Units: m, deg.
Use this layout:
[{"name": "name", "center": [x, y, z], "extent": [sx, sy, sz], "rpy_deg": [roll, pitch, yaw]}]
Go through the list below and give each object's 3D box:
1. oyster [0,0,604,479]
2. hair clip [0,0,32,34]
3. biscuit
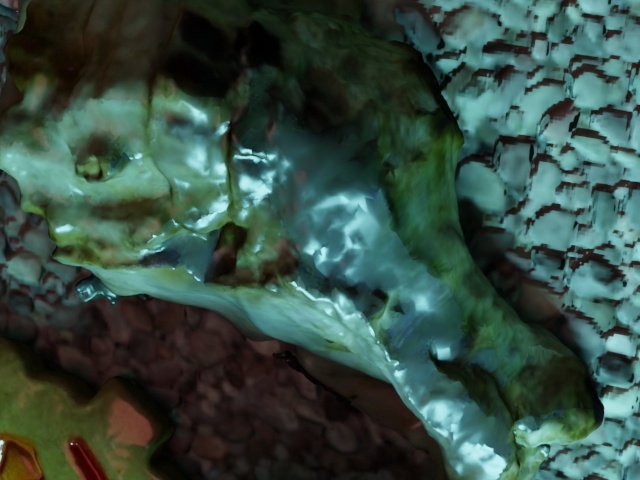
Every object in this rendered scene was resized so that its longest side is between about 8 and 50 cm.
[{"name": "oyster", "center": [-0.005, 0.005, 0.658], "extent": [0.198, 0.133, 0.337], "rpy_deg": [-39, 110, -4]}, {"name": "hair clip", "center": [-0.133, -0.142, 0.717], "extent": [0.218, 0.071, 0.159], "rpy_deg": [25, 110, 9]}, {"name": "biscuit", "center": [-0.166, 0.176, 0.830], "extent": [0.212, 0.041, 0.239], "rpy_deg": [40, 114, 6]}]
